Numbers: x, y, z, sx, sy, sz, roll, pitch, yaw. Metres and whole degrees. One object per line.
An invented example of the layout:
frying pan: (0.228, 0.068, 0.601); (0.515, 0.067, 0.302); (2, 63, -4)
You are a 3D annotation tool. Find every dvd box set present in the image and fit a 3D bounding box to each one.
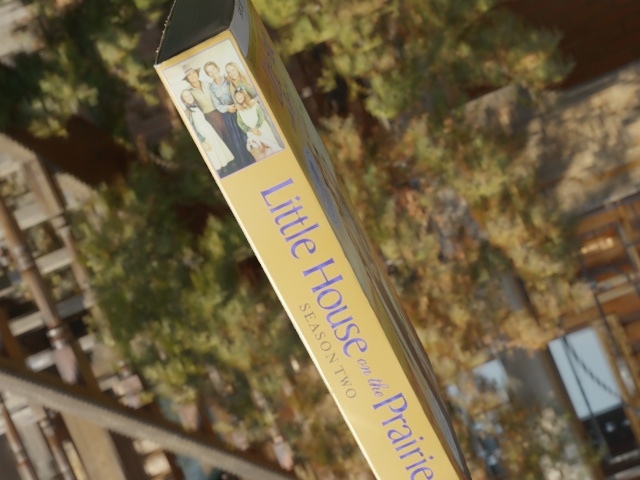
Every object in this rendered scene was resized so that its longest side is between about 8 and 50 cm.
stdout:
dvd box set: (0.000, 0.000, 0.953); (0.062, 0.420, 0.307); (-25, -161, 5)
